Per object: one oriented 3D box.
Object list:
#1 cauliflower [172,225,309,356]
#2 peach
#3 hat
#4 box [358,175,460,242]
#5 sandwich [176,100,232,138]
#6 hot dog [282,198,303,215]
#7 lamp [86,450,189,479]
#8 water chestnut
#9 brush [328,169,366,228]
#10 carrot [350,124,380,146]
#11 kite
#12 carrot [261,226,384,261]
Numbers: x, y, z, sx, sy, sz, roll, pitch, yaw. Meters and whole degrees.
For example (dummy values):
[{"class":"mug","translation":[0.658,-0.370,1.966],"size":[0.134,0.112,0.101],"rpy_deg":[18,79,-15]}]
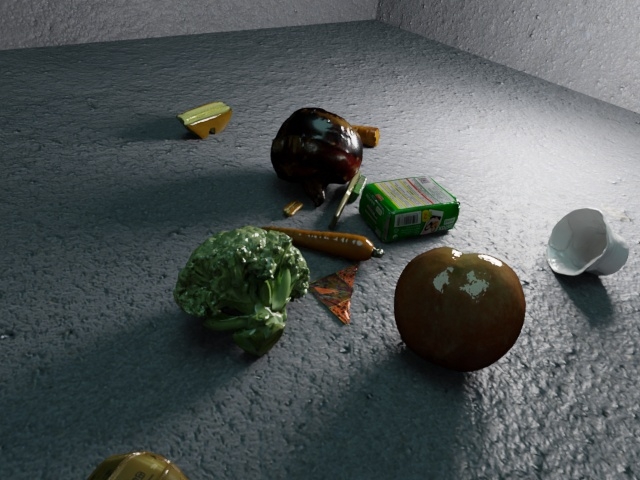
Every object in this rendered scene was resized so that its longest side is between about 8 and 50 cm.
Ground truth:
[{"class":"cauliflower","translation":[-0.145,0.103,0.941],"size":[0.275,0.272,0.250],"rpy_deg":[-19,73,-9]},{"class":"peach","translation":[0.271,0.137,0.938],"size":[0.252,0.252,0.252],"rpy_deg":[4,37,-3]},{"class":"hat","translation":[0.705,0.019,1.222],"size":[0.126,0.203,0.203],"rpy_deg":[19,34,-15]},{"class":"box","translation":[0.252,-0.094,1.342],"size":[0.250,0.103,0.180],"rpy_deg":[-9,40,-22]},{"class":"sandwich","translation":[-0.417,-0.428,1.703],"size":[0.090,0.088,0.244],"rpy_deg":[32,39,17]},{"class":"hot dog","translation":[-0.080,-0.091,1.356],"size":[0.037,0.021,0.083],"rpy_deg":[31,42,14]},{"class":"lamp","translation":[-0.256,0.380,0.599],"size":[0.161,0.161,0.185],"rpy_deg":[15,37,11]},{"class":"water chestnut","translation":[-0.014,-0.241,1.406],"size":[0.300,0.300,0.300],"rpy_deg":[4,37,-3]},{"class":"brush","translation":[0.083,-0.123,1.397],"size":[0.048,0.054,0.282],"rpy_deg":[30,40,-1]},{"class":"carrot","translation":[0.120,-0.404,1.762],"size":[0.205,0.072,0.072],"rpy_deg":[15,38,15]},{"class":"kite","translation":[0.021,0.114,1.109],"size":[0.125,0.008,0.222],"rpy_deg":[10,37,5]},{"class":"carrot","translation":[0.000,0.000,1.213],"size":[0.336,0.069,0.069],"rpy_deg":[12,37,12]}]
